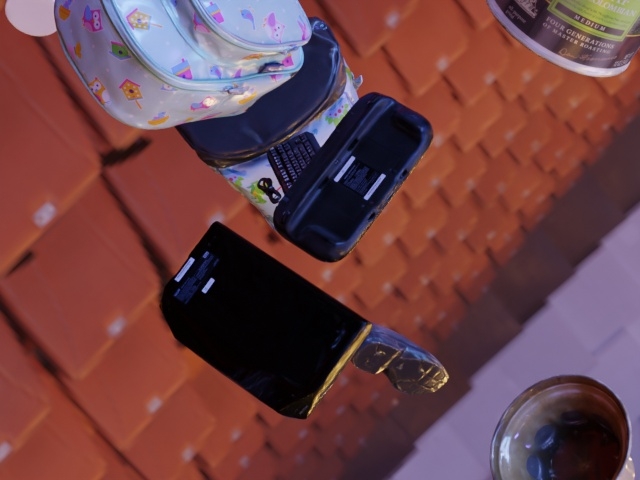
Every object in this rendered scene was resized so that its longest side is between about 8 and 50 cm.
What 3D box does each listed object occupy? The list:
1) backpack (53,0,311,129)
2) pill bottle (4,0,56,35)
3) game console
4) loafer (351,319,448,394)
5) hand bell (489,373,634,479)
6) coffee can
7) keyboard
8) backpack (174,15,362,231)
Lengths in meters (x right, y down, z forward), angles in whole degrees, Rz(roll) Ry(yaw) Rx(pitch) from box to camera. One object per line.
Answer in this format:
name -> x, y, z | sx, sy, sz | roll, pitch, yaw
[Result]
backpack -> -0.114, -0.181, 1.193 | 0.188, 0.165, 0.144 | -21, 172, -42
pill bottle -> -0.385, -0.375, 2.071 | 0.108, 0.108, 0.180 | -34, -146, 35
game console -> 0.000, 0.000, 1.601 | 0.361, 0.213, 0.044 | -53, 160, -9
loafer -> 0.091, 0.134, 1.751 | 0.062, 0.170, 0.061 | -40, -134, 16
hand bell -> 0.257, 0.220, 1.274 | 0.126, 0.242, 0.126 | -19, -127, 27
coffee can -> 0.339, -0.355, 1.679 | 0.275, 0.202, 0.201 | -60, 179, 38
keyboard -> -0.040, -0.094, 2.104 | 0.108, 0.023, 0.180 | -31, -148, 3
backpack -> -0.043, -0.154, 2.364 | 0.290, 0.273, 0.355 | -34, 167, -3
